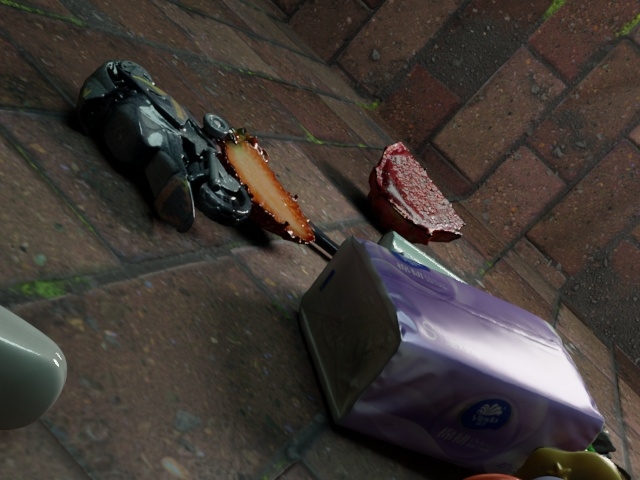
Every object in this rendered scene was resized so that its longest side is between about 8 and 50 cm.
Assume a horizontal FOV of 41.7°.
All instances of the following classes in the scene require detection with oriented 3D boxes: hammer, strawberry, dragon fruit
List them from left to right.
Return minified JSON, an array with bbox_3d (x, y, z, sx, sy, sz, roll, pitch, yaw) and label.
[{"bbox_3d":[-0.102,-0.064,1.213,0.208,0.087,0.167,60,15,1],"label":"strawberry"},{"bbox_3d":[0.000,0.000,1.361,0.289,0.037,0.137,38,15,-19],"label":"hammer"},{"bbox_3d":[0.194,-0.075,1.853,0.262,0.163,0.189,52,-11,17],"label":"dragon fruit"}]

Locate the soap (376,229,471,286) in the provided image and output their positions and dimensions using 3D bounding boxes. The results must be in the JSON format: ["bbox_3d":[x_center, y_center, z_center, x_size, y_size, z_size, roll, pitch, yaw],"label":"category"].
[{"bbox_3d":[0.148,0.111,1.225,0.261,0.150,0.094,33,15,-30],"label":"soap"}]

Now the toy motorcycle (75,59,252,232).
[{"bbox_3d":[-0.213,-0.130,1.075,0.307,0.108,0.173,50,26,18],"label":"toy motorcycle"}]

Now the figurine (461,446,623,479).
[{"bbox_3d":[0.233,0.321,0.860,0.257,0.180,0.208,-2,76,-59],"label":"figurine"}]

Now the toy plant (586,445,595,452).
[{"bbox_3d":[0.376,0.342,1.312,0.154,0.088,0.240,-16,73,-54],"label":"toy plant"}]

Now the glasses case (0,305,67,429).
[{"bbox_3d":[-0.252,0.056,0.524,0.197,0.076,0.049,35,19,-25],"label":"glasses case"}]

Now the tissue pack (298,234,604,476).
[{"bbox_3d":[0.164,0.152,1.057,0.338,0.160,0.242,23,24,-27],"label":"tissue pack"}]

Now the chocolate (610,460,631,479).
[{"bbox_3d":[0.374,0.379,1.153,0.214,0.093,0.148,27,39,-42],"label":"chocolate"}]

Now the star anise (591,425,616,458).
[{"bbox_3d":[0.417,0.308,1.475,0.236,0.093,0.229,36,16,-29],"label":"star anise"}]
